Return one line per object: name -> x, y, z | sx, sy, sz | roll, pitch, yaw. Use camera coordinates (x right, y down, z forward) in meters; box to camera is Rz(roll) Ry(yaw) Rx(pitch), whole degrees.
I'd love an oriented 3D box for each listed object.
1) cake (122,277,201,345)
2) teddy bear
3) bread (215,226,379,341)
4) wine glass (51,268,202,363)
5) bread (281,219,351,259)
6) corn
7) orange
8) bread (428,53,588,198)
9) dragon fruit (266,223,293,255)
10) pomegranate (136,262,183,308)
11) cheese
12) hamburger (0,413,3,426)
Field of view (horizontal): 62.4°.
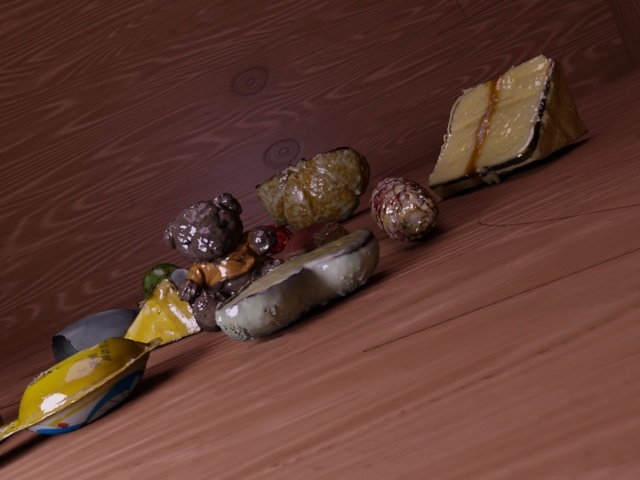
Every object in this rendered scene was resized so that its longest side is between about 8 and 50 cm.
cake -> -0.259, 0.153, 0.894 | 0.185, 0.116, 0.079 | -56, -9, 16
teddy bear -> -0.148, 0.026, 0.819 | 0.177, 0.190, 0.140 | -30, 12, -4
bread -> -0.031, 0.058, 0.643 | 0.231, 0.064, 0.172 | -26, 5, -31
wine glass -> -0.446, 0.179, 1.126 | 0.264, 0.096, 0.309 | -18, 9, 38
bread -> -0.001, -0.001, 1.058 | 0.119, 0.067, 0.192 | -27, 6, -25
corn -> 0.133, -0.052, 0.845 | 0.098, 0.098, 0.290 | -24, 9, 4
orange -> -0.004, -0.139, 1.665 | 0.368, 0.211, 0.271 | -24, -12, 13
bread -> 0.341, -0.214, 1.044 | 0.236, 0.199, 0.263 | -37, 9, -32
dragon fruit -> -0.177, 0.012, 1.652 | 0.190, 0.094, 0.094 | -29, 5, 5
pomegranate -> -0.470, 0.134, 1.556 | 0.168, 0.123, 0.143 | -24, 34, -19
cheese -> -0.306, 0.185, 0.607 | 0.270, 0.069, 0.177 | -30, 6, -20
hamburger -> -0.535, 0.241, 0.667 | 0.236, 0.149, 0.237 | -23, 5, 2
